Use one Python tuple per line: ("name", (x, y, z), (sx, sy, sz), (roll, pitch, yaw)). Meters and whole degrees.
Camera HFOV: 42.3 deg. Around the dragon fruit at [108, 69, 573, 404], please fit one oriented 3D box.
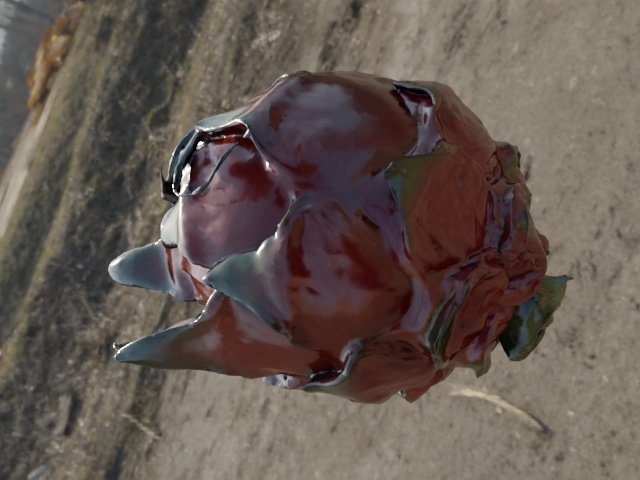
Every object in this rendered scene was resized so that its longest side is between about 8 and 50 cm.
("dragon fruit", (0.000, 0.000, 0.462), (0.192, 0.273, 0.193), (-43, -46, -59))
